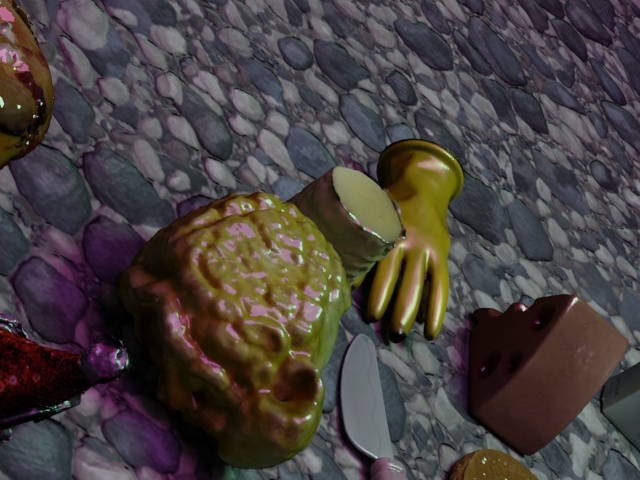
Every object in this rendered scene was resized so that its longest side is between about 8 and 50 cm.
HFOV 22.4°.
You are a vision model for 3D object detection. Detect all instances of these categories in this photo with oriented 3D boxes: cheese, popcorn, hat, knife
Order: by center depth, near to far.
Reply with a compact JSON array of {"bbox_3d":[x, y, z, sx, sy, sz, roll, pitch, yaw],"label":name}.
[{"bbox_3d":[-0.231,0.110,1.309,0.140,0.227,0.129,25,65,-47],"label":"hat"},{"bbox_3d":[-0.092,0.073,1.603,0.225,0.174,0.286,25,48,-17],"label":"popcorn"},{"bbox_3d":[0.057,0.228,1.796,0.081,0.043,0.336,24,34,-32],"label":"knife"},{"bbox_3d":[0.000,0.000,1.804,0.123,0.167,0.094,38,35,-21],"label":"cheese"},{"bbox_3d":[0.297,0.146,2.068,0.128,0.177,0.203,41,32,-22],"label":"cheese"}]

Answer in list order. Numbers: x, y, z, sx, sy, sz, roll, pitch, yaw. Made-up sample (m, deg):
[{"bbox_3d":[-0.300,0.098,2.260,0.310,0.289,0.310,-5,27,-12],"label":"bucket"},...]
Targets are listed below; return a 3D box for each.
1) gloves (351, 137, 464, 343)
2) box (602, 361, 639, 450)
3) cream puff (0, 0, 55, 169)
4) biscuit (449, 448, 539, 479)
[{"bbox_3d":[0.106,0.010,2.044,0.133,0.116,0.294,19,46,-5],"label":"gloves"},{"bbox_3d":[0.538,0.282,2.324,0.269,0.135,0.079,45,34,-15],"label":"box"},{"bbox_3d":[-0.355,-0.155,1.464,0.240,0.164,0.240,49,15,-18],"label":"cream puff"},{"bbox_3d":[0.216,0.315,1.924,0.220,0.029,0.142,2,59,-54],"label":"biscuit"}]
